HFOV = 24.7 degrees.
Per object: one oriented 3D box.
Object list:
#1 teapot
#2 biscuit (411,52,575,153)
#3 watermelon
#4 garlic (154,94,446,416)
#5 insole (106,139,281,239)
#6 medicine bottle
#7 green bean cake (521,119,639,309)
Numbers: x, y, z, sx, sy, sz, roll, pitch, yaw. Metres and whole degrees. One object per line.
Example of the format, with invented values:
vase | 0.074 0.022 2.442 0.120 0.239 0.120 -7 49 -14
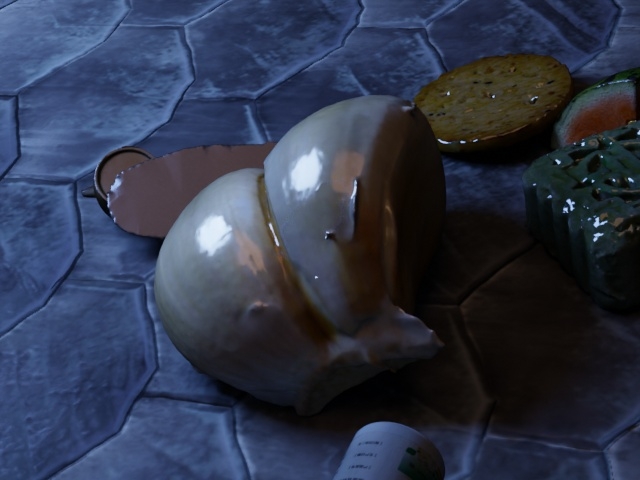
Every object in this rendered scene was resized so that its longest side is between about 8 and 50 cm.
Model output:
teapot | -0.196 -0.052 1.562 0.121 0.068 0.076 4 65 -3
biscuit | 0.186 -0.148 1.590 0.187 0.027 0.188 -14 31 9
watermelon | 0.305 -0.124 1.490 0.125 0.135 0.094 -13 73 -6
garlic | 0.000 0.000 1.344 0.249 0.286 0.313 27 38 -21
insole | -0.061 -0.063 1.533 0.327 0.007 0.111 -13 68 -9
medicine bottle | 0.041 0.211 1.128 0.080 0.080 0.130 6 40 23
green bean cake | 0.301 -0.036 1.375 0.183 0.094 0.185 -21 32 -10
